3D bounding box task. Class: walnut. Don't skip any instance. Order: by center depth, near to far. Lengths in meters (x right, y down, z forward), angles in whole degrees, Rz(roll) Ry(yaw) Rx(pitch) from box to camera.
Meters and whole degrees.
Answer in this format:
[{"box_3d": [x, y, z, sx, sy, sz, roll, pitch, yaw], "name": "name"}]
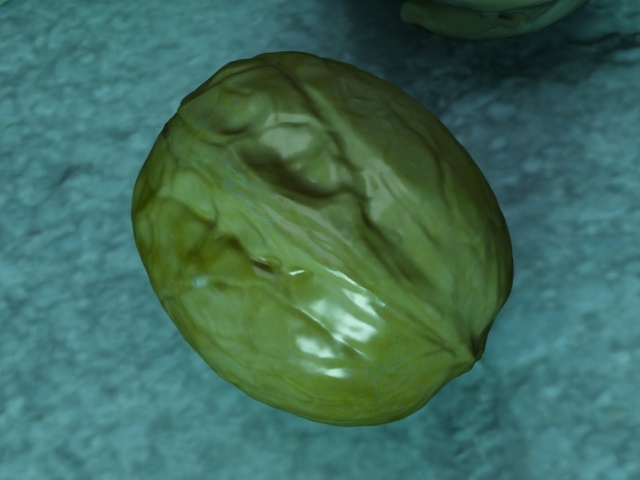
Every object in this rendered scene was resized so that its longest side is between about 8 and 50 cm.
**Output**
[{"box_3d": [0.000, 0.000, 0.888, 0.159, 0.159, 0.207, -38, 51, -18], "name": "walnut"}]

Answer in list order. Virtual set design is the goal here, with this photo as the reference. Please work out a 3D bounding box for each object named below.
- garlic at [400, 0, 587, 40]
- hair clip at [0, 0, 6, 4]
[{"box_3d": [0.063, -0.216, 1.035, 0.203, 0.184, 0.281, -39, 51, -10], "name": "garlic"}, {"box_3d": [-0.180, -0.222, 1.098, 0.282, 0.172, 0.113, -30, 54, 39], "name": "hair clip"}]
